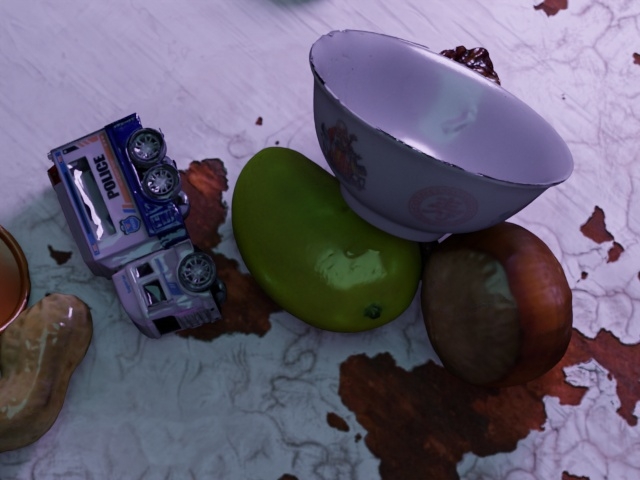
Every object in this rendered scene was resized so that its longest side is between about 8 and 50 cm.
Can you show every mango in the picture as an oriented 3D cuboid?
[{"bbox_3d":[-0.002,0.008,1.950,0.273,0.149,0.185,31,69,14],"label":"mango"}]

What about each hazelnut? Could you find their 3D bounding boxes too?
[{"bbox_3d":[0.224,0.077,1.929,0.214,0.176,0.214,-3,94,-37],"label":"hazelnut"}]

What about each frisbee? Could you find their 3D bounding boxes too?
[{"bbox_3d":[-0.454,0.044,1.941,0.192,0.035,0.192,17,56,-26],"label":"frisbee"}]

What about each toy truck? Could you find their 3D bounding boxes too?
[{"bbox_3d":[-0.228,-0.007,1.955,0.155,0.124,0.268,-22,73,-3],"label":"toy truck"}]

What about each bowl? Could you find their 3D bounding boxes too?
[{"bbox_3d":[0.118,-0.101,1.879,0.345,0.157,0.345,20,27,-11],"label":"bowl"}]

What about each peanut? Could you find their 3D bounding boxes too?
[{"bbox_3d":[-0.354,0.166,1.902,0.103,0.098,0.229,9,66,39],"label":"peanut"}]

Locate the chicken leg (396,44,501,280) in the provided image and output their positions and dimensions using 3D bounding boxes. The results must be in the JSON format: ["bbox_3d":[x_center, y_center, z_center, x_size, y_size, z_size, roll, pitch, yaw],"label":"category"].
[{"bbox_3d":[0.153,-0.110,2.037,0.177,0.083,0.322,34,72,1],"label":"chicken leg"}]
